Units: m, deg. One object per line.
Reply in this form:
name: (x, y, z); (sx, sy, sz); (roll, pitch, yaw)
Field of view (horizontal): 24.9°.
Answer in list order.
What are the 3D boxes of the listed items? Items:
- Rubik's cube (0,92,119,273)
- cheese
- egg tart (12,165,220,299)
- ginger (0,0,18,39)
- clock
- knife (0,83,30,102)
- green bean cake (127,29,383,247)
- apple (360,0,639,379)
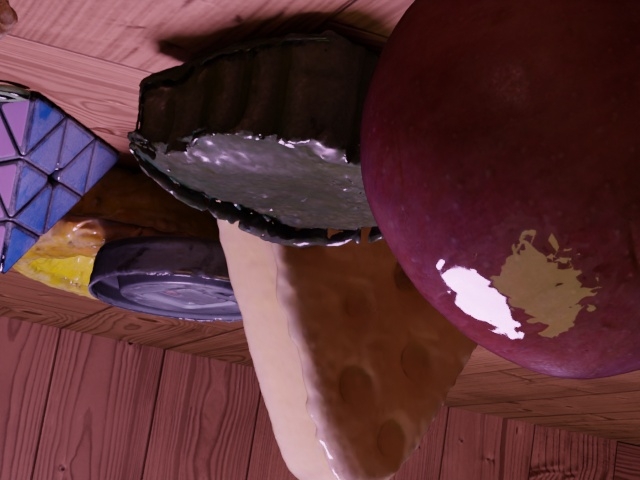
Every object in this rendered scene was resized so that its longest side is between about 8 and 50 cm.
Rubik's cube: (-0.315, -0.079, 1.547); (0.211, 0.190, 0.178); (7, 151, -13)
cheese: (0.041, 0.093, 1.550); (0.384, 0.384, 0.104); (19, 163, -39)
egg tart: (-0.225, -0.006, 1.795); (0.345, 0.132, 0.345); (9, 167, 2)
ginger: (-0.393, -0.206, 1.179); (0.288, 0.075, 0.089); (15, 162, -8)
clock: (-0.144, 0.045, 1.614); (0.226, 0.049, 0.226); (3, 164, 1)
knife: (-0.432, -0.155, 1.534); (0.293, 0.020, 0.043); (2, 164, 26)
green bean cake: (-0.013, -0.088, 1.283); (0.241, 0.132, 0.255); (-4, 161, 44)
apple: (0.173, -0.058, 0.964); (0.235, 0.306, 0.305); (-32, 145, 32)
